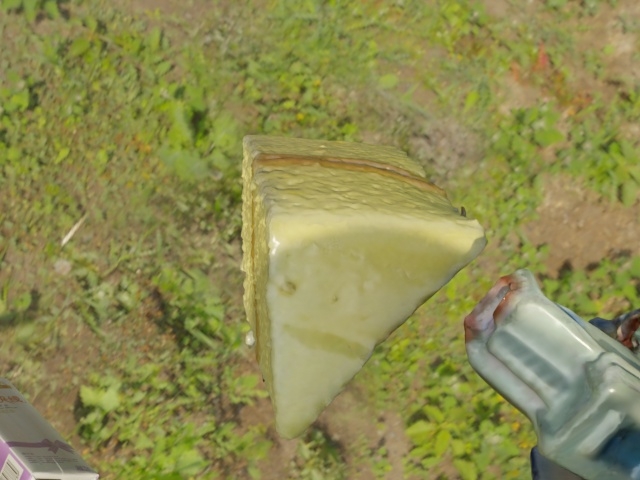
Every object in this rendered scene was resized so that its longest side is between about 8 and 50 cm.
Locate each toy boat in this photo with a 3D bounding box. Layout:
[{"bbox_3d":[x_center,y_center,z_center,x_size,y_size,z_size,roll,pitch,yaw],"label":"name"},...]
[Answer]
[{"bbox_3d":[0.115,0.082,0.377,0.115,0.114,0.262,29,21,-13],"label":"toy boat"}]

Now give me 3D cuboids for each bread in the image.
[{"bbox_3d":[0.000,0.000,0.664,0.178,0.266,0.142,-34,109,0],"label":"bread"}]

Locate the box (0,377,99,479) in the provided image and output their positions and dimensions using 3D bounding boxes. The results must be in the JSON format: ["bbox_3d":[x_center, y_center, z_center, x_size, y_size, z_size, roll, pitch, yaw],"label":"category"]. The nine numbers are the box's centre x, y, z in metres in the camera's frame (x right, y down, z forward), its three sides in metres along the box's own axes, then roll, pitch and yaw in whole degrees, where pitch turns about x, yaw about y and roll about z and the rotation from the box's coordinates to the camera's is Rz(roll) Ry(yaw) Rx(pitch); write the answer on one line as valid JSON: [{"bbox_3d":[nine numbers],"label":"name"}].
[{"bbox_3d":[-0.183,0.120,0.596,0.117,0.036,0.050,31,8,42],"label":"box"}]
